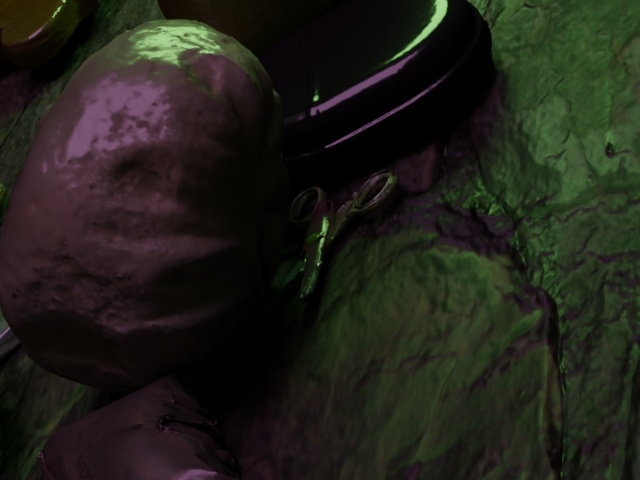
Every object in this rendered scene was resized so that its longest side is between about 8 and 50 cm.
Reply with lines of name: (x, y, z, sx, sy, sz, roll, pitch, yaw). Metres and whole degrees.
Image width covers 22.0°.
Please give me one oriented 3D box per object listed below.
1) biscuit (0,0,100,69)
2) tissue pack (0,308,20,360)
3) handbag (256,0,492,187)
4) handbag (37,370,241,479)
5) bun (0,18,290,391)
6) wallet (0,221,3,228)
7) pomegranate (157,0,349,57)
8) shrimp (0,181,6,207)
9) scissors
biscuit: (-0.483, -0.301, 2.416, 0.394, 0.076, 0.368, -26, 32, 12)
tissue pack: (-0.362, 0.097, 1.788, 0.193, 0.026, 0.122, -44, 34, -20)
handbag: (0.036, -0.176, 1.779, 0.308, 0.093, 0.254, -27, 32, 6)
handbag: (-0.133, 0.203, 1.373, 0.182, 0.117, 0.270, -27, 30, -11)
bun: (-0.139, -0.023, 1.531, 0.211, 0.360, 0.360, 19, 50, 13)
wallet: (-0.476, 0.050, 1.801, 0.290, 0.054, 0.251, -42, -10, -7)
pomegranate: (-0.055, -0.365, 1.945, 0.332, 0.333, 0.333, -21, 33, 15)
shrimp: (-0.490, 0.002, 2.002, 0.254, 0.059, 0.145, -46, 32, -24)
scissors: (0.000, 0.000, 1.630, 0.133, 0.020, 0.187, -12, 36, 38)
